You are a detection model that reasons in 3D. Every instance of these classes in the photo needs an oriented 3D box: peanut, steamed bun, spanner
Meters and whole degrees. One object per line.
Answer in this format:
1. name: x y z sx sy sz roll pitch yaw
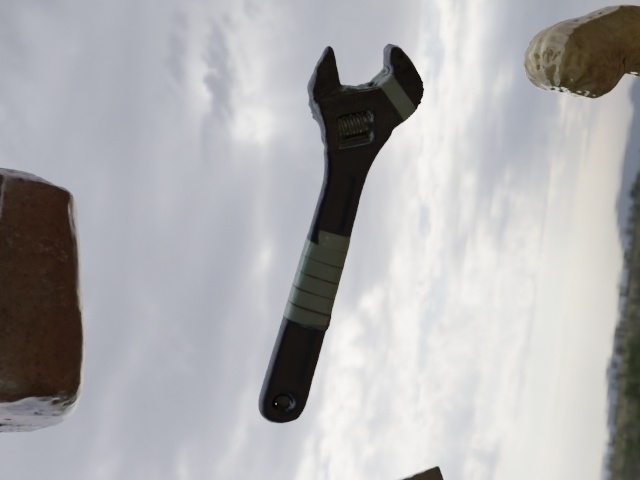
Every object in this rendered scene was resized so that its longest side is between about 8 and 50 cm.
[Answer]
1. peanut: 0.176 -0.117 0.670 0.054 0.113 0.054 50 149 46
2. steamed bun: -0.193 0.033 0.585 0.175 0.106 0.145 -28 64 58
3. spanner: 0.000 0.000 0.835 0.024 0.087 0.316 -134 57 -61

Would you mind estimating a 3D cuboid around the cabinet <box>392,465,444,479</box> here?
1. cabinet: -0.105 0.259 0.405 0.290 0.318 0.227 2 -115 -62
